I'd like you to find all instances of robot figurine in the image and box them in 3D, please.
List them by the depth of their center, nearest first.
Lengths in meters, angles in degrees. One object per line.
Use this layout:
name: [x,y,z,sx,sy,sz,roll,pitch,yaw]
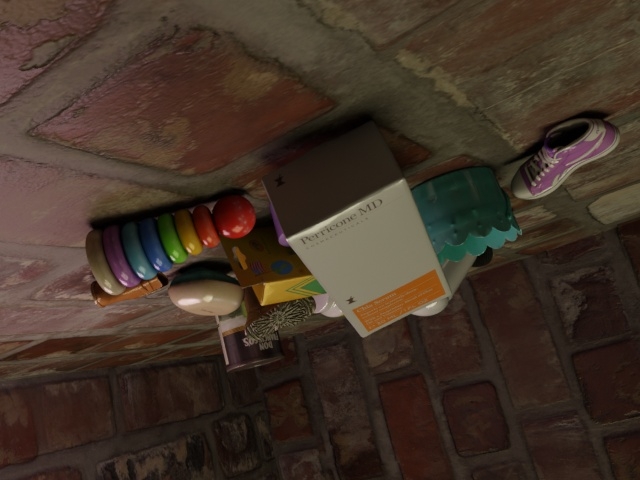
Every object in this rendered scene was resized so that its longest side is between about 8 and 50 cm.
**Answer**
robot figurine: [0.326,0.078,1.875,0.353,0.200,0.300,-54,173,-20]

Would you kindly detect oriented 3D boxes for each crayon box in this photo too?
crayon box: [-0.073,0.047,1.543,0.319,0.202,0.081,-8,132,-23]

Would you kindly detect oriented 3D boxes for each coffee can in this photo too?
coffee can: [-0.252,0.291,2.166,0.202,0.275,0.201,-15,166,-4]

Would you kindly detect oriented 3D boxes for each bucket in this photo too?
bucket: [0.355,-0.059,1.622,0.281,0.183,0.281,-14,167,-3]

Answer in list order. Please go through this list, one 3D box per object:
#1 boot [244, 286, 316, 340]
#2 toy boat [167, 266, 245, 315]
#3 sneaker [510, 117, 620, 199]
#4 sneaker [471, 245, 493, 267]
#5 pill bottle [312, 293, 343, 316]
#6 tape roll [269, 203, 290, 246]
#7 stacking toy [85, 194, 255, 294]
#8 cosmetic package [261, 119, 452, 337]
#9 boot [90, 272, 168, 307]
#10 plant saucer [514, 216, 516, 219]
boot: [-0.137,0.162,1.920,0.236,0.089,0.269,-23,-153,6]
toy boat: [-0.262,0.124,1.828,0.319,0.148,0.267,-10,163,13]
sneaker: [0.526,-0.195,1.465,0.161,0.102,0.282,1,148,-40]
sneaker: [0.411,0.025,2.138,0.331,0.122,0.146,7,176,-9]
pill bottle: [0.087,0.175,2.255,0.188,0.187,0.334,-26,163,39]
tape roll: [0.029,-0.070,1.424,0.275,0.090,0.275,-15,166,-4]
stacking toy: [-0.289,-0.005,1.273,0.331,0.141,0.141,-19,166,-1]
cosmetic package: [0.091,0.002,1.253,0.230,0.161,0.453,-27,143,6]
boot: [-0.497,0.118,1.655,0.153,0.072,0.197,-16,179,7]
plant saucer: [0.566,-0.058,2.160,0.199,0.036,0.198,-13,166,-3]
